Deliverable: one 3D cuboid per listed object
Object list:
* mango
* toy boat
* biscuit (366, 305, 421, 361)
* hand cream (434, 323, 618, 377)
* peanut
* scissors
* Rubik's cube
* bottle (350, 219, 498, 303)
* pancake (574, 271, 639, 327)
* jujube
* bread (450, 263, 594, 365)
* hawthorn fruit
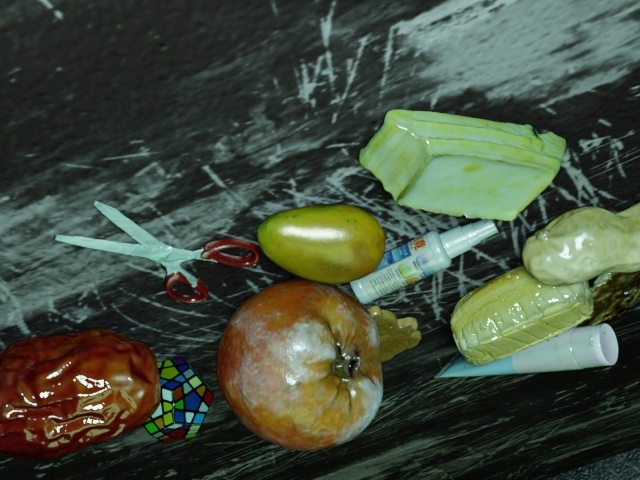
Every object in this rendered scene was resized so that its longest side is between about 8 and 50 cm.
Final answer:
[{"bbox_3d":[0.002,0.004,0.981,0.163,0.089,0.111,-2,135,-5],"label":"mango"},{"bbox_3d":[0.186,-0.086,0.928,0.276,0.084,0.111,4,140,-28],"label":"toy boat"},{"bbox_3d":[0.093,0.160,1.315,0.184,0.027,0.133,20,134,-42],"label":"biscuit"},{"bbox_3d":[0.349,0.201,1.348,0.312,0.070,0.111,-17,-168,43],"label":"hand cream"},{"bbox_3d":[0.426,0.001,1.150,0.263,0.101,0.117,-8,148,-8],"label":"peanut"},{"bbox_3d":[-0.201,0.013,0.968,0.144,0.017,0.247,-35,142,25],"label":"scissors"},{"bbox_3d":[-0.232,0.250,1.225,0.133,0.133,0.112,15,163,-40],"label":"Rubik's cube"},{"bbox_3d":[0.146,0.024,1.099,0.217,0.060,0.060,-24,147,14],"label":"bottle"},{"bbox_3d":[0.502,0.087,1.357,0.212,0.056,0.257,9,134,-42],"label":"pancake"},{"bbox_3d":[-0.345,0.209,1.059,0.250,0.174,0.174,-5,146,-13],"label":"jujube"},{"bbox_3d":[0.321,0.110,1.268,0.236,0.106,0.140,-29,148,18],"label":"bread"},{"bbox_3d":[-0.041,0.166,1.081,0.263,0.235,0.231,9,-166,12],"label":"hawthorn fruit"}]
